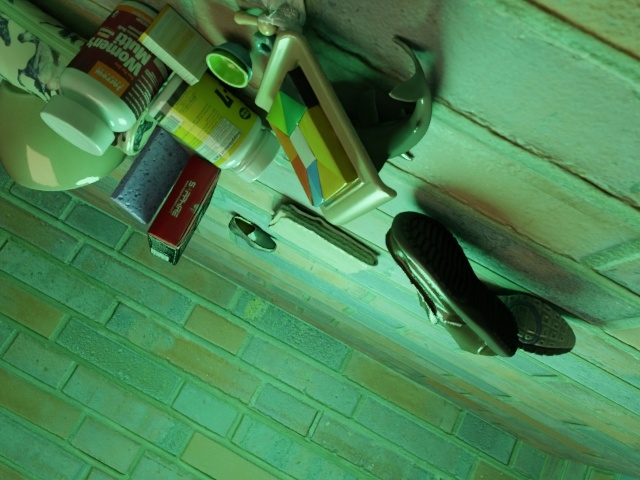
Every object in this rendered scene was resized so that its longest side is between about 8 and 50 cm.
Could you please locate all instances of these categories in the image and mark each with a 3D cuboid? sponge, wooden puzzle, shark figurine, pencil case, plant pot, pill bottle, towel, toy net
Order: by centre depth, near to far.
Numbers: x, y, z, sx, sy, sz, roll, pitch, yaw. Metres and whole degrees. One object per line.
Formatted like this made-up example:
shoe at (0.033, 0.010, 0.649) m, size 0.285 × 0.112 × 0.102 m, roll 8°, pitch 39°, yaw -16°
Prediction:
toy net at (-0.071, -0.255, 0.649) m, size 0.122 × 0.045 × 0.232 m, roll 35°, pitch 162°, yaw -18°
shark figurine at (0.084, -0.131, 0.653) m, size 0.166 × 0.116 × 0.278 m, roll 33°, pitch 164°, yaw -18°
wooden puzzle at (-0.011, -0.131, 0.670) m, size 0.239 × 0.044 × 0.221 m, roll 57°, pitch 162°, yaw -2°
pill bottle at (-0.321, -0.249, 0.761) m, size 0.121 × 0.221 × 0.121 m, roll 26°, pitch 163°, yaw 9°
pill bottle at (-0.179, -0.201, 0.850) m, size 0.208 × 0.119 × 0.119 m, roll 37°, pitch 161°, yaw -25°
pencil case at (-0.475, -0.323, 0.901) m, size 0.410 × 0.160 × 0.183 m, roll 31°, pitch 166°, yaw -7°
plant pot at (-0.584, -0.277, 1.074) m, size 0.284 × 0.284 × 0.191 m, roll 24°, pitch 144°, yaw 14°
sponge at (-0.409, -0.156, 1.188) m, size 0.031 × 0.210 × 0.117 m, roll 16°, pitch 160°, yaw 31°
towel at (0.000, 0.000, 1.267) m, size 0.282 × 0.049 × 0.187 m, roll 31°, pitch 164°, yaw -11°

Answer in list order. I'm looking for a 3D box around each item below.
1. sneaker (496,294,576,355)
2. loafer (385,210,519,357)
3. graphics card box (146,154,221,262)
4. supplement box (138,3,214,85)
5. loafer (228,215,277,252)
sneaker at (0.394, 0.162, 1.057) m, size 0.297 × 0.111 × 0.129 m, roll 20°, pitch 178°, yaw 34°
loafer at (0.229, 0.104, 0.926) m, size 0.130 × 0.134 × 0.366 m, roll -27°, pitch 112°, yaw 41°
graphics card box at (-0.382, -0.068, 1.358) m, size 0.094 × 0.233 × 0.371 m, roll 28°, pitch 164°, yaw -10°
supplement box at (-0.213, -0.293, 0.738) m, size 0.098 × 0.062 × 0.036 m, roll 39°, pitch 159°, yaw -29°
loafer at (-0.211, -0.018, 1.526) m, size 0.170 × 0.062 × 0.061 m, roll 29°, pitch 158°, yaw -4°
